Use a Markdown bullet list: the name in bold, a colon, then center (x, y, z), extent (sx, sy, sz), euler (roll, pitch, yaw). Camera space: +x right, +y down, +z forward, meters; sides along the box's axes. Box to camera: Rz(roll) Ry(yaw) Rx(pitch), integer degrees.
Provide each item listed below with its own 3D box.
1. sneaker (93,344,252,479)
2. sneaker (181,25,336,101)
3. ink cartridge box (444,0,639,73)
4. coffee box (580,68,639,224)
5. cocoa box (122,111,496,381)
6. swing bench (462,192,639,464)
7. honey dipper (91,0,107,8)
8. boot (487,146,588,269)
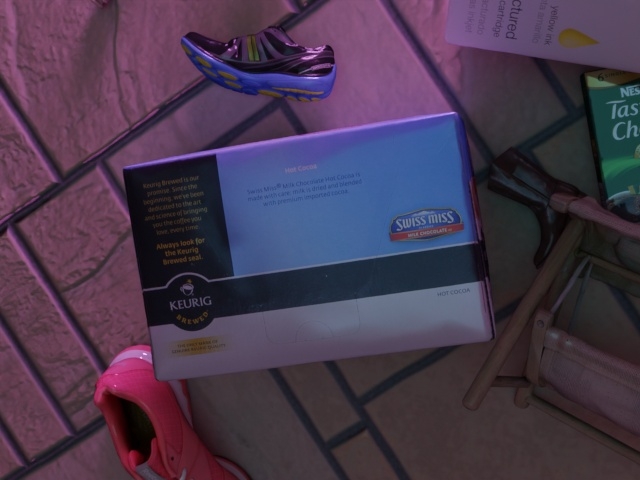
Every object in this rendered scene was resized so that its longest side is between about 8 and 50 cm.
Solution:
- **sneaker**: center (-0.179, 0.280, 1.131), extent (0.116, 0.136, 0.314), euler (-33, 90, 12)
- **sneaker**: center (-0.071, -0.214, 1.110), extent (0.188, 0.067, 0.078), euler (12, 76, 10)
- **ink cartridge box**: center (0.334, -0.316, 0.916), extent (0.384, 0.160, 0.279), euler (11, 130, 8)
- **coffee box**: center (0.359, -0.107, 1.051), extent (0.113, 0.040, 0.184), euler (-9, 94, 10)
- **cocoa box**: center (0.000, 0.000, 1.025), extent (0.347, 0.231, 0.228), euler (-8, 93, 10)
- **swing bench**: center (0.329, 0.114, 0.975), extent (0.253, 0.165, 0.255), euler (27, 97, 33)
- **honey dipper**: center (-0.220, -0.346, 1.134), extent (0.030, 0.030, 0.161), euler (45, 97, 3)
- **boot**: center (0.230, -0.038, 1.081), extent (0.114, 0.037, 0.106), euler (31, 86, 2)
